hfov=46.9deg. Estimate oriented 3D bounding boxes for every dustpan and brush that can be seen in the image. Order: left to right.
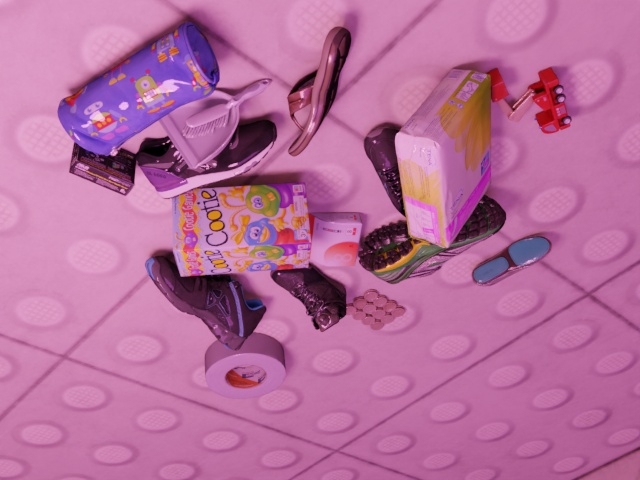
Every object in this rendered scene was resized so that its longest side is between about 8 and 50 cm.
[{"bbox_3d":[-0.184,-0.242,1.380,0.211,0.147,0.060,-29,160,-19],"label":"dustpan and brush"}]

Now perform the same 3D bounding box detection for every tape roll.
[{"bbox_3d":[-0.205,0.342,2.004,0.219,0.072,0.219,-5,136,-5],"label":"tape roll"}]

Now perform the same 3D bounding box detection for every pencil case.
[{"bbox_3d":[-0.319,-0.260,1.313,0.306,0.119,0.133,-27,105,18],"label":"pencil case"}]

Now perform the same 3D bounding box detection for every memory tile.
[{"bbox_3d":[0.141,0.183,1.940,0.113,0.012,0.148,-37,129,26],"label":"memory tile"}]

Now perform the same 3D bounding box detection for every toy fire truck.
[{"bbox_3d":[0.418,-0.278,1.479,0.135,0.047,0.192,-22,136,13],"label":"toy fire truck"}]

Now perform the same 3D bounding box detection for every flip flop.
[{"bbox_3d":[-0.017,-0.278,1.372,0.080,0.112,0.277,23,136,3],"label":"flip flop"}]

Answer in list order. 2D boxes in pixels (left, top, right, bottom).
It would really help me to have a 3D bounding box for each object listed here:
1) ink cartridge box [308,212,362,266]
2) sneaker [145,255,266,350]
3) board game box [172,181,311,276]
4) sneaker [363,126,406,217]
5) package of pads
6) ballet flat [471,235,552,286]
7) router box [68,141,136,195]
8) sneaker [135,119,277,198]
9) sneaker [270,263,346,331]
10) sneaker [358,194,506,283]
[{"bbox_3d":[0.000,0.000,1.701,0.179,0.045,0.145,-3,136,-10],"label":"ink cartridge box"},{"bbox_3d":[-0.271,0.120,1.752,0.139,0.125,0.341,-47,128,-1],"label":"sneaker"},{"bbox_3d":[-0.165,-0.023,1.549,0.275,0.144,0.142,-4,157,-5],"label":"board game box"},{"bbox_3d":[0.178,-0.130,1.552,0.101,0.106,0.267,-25,133,19],"label":"sneaker"},{"bbox_3d":[0.247,-0.154,1.450,0.101,0.229,0.296,21,145,30],"label":"package of pads"},{"bbox_3d":[0.476,0.050,1.833,0.213,0.072,0.068,-29,161,21],"label":"ballet flat"},{"bbox_3d":[-0.421,-0.149,1.433,0.122,0.092,0.038,24,127,-30],"label":"router box"},{"bbox_3d":[-0.226,-0.181,1.430,0.283,0.107,0.124,-22,130,13],"label":"sneaker"},{"bbox_3d":[-0.020,0.136,1.779,0.228,0.130,0.087,33,121,-33],"label":"sneaker"},{"bbox_3d":[0.265,-0.003,1.702,0.344,0.134,0.146,-22,145,23],"label":"sneaker"}]
